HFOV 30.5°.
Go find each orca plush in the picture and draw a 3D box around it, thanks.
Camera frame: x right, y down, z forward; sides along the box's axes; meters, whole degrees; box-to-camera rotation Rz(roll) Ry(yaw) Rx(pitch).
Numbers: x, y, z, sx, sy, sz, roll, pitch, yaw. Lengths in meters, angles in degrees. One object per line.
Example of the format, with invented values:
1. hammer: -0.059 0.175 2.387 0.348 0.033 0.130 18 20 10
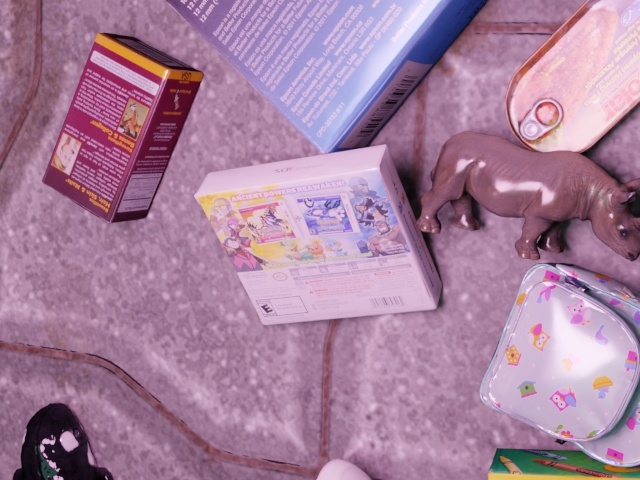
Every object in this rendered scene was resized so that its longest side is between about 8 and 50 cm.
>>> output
1. orca plush: -0.339 0.347 1.413 0.151 0.102 0.287 17 102 22

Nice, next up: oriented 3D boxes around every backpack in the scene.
1. backpack: 0.259 0.119 1.102 0.188 0.144 0.166 24 99 18

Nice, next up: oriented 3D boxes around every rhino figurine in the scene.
1. rhino figurine: 0.215 -0.038 1.122 0.243 0.073 0.106 15 110 22

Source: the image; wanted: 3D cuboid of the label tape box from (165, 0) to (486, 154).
1. label tape box: -0.019 -0.293 1.206 0.347 0.115 0.249 46 111 16

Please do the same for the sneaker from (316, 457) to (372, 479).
1. sneaker: 0.077 0.327 1.219 0.095 0.090 0.235 -25 96 49

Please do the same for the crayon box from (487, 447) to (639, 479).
1. crayon box: 0.249 0.346 1.126 0.165 0.081 0.278 0 95 14

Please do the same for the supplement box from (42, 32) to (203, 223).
1. supplement box: -0.224 -0.126 1.329 0.104 0.081 0.188 29 106 19

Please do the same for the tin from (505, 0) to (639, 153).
1. tin: 0.263 -0.160 1.131 0.190 0.040 0.106 -44 73 22

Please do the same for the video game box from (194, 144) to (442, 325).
1. video game box: 0.000 0.000 1.208 0.205 0.048 0.187 -7 130 24
